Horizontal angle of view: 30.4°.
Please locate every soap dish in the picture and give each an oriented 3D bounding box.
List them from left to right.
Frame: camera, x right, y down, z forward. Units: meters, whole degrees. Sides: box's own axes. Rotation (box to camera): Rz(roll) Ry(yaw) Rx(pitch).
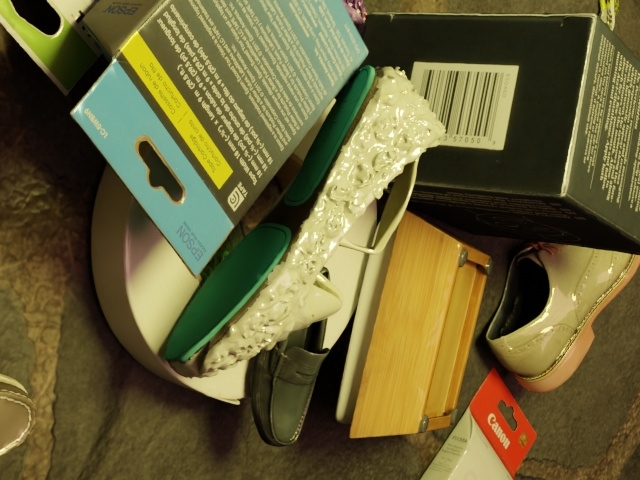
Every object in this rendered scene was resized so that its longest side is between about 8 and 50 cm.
[{"bbox_3d":[0.128,0.118,1.535,0.229,0.118,0.291,18,85,-69],"label":"soap dish"}]

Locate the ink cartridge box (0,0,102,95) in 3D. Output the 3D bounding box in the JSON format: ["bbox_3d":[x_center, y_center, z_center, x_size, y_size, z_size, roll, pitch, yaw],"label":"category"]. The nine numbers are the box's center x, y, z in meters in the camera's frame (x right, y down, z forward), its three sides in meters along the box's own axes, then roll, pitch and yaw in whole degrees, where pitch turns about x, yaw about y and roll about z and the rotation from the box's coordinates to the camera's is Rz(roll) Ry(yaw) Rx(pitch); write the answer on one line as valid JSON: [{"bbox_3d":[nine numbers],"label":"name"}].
[{"bbox_3d":[-0.252,-0.301,1.166,0.255,0.097,0.189,-54,129,-21],"label":"ink cartridge box"}]

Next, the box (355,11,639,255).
[{"bbox_3d":[0.257,-0.126,1.484,0.395,0.293,0.212,20,80,-57],"label":"box"}]

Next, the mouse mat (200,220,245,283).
[{"bbox_3d":[-0.149,0.004,1.379,0.152,0.007,0.190,-31,118,-36],"label":"mouse mat"}]

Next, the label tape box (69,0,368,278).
[{"bbox_3d":[-0.117,-0.169,1.190,0.334,0.105,0.241,-53,134,-23],"label":"label tape box"}]

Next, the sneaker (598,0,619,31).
[{"bbox_3d":[0.464,-0.363,1.879,0.035,0.031,0.083,-3,100,-44],"label":"sneaker"}]

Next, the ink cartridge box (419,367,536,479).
[{"bbox_3d":[0.259,0.343,1.795,0.232,0.066,0.189,-49,127,-21],"label":"ink cartridge box"}]

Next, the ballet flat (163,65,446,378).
[{"bbox_3d":[0.000,0.000,1.267,0.147,0.147,0.409,39,84,-40],"label":"ballet flat"}]

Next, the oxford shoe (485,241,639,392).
[{"bbox_3d":[0.383,0.031,1.803,0.146,0.140,0.397,40,68,-33],"label":"oxford shoe"}]

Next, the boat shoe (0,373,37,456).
[{"bbox_3d":[-0.404,0.195,1.106,0.324,0.096,0.117,-5,100,-43],"label":"boat shoe"}]

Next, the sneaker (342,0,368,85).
[{"bbox_3d":[0.047,-0.273,1.471,0.068,0.071,0.170,-36,120,-34],"label":"sneaker"}]

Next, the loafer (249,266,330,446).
[{"bbox_3d":[-0.030,0.131,1.357,0.076,0.078,0.223,4,95,-44],"label":"loafer"}]

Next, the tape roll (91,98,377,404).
[{"bbox_3d":[-0.089,-0.008,1.380,0.392,0.072,0.392,-11,105,-43],"label":"tape roll"}]
